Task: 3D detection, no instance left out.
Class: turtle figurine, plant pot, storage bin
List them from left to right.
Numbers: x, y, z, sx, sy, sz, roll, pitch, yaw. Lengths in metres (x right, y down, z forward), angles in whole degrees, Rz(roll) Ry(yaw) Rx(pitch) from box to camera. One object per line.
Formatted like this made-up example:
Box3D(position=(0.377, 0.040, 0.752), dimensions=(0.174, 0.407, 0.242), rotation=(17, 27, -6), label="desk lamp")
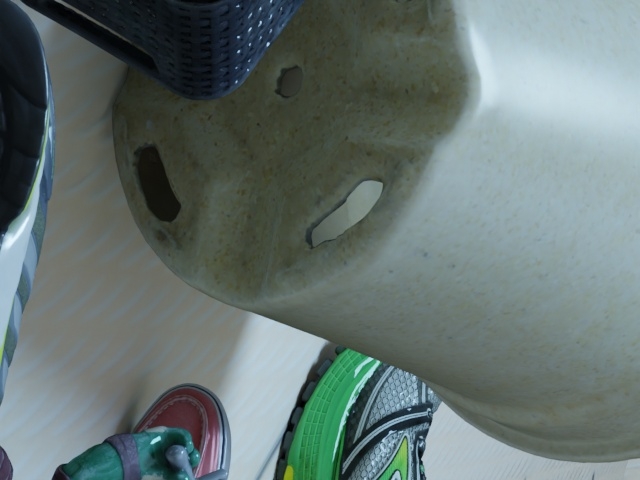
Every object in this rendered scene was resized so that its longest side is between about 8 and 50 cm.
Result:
Box3D(position=(-0.134, 0.160, 0.930), dimensions=(0.234, 0.118, 0.175), rotation=(46, 45, -51), label="turtle figurine")
Box3D(position=(-0.046, -0.167, 0.855), dimensions=(0.180, 0.122, 0.084), rotation=(-55, 168, -20), label="storage bin")
Box3D(position=(0.070, -0.059, 1.046), dimensions=(0.305, 0.334, 0.333), rotation=(14, 91, -50), label="plant pot")

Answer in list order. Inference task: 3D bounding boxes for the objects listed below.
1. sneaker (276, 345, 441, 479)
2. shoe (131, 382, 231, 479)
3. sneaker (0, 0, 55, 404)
Box3D(position=(0.041, 0.202, 1.417), dimensions=(0.134, 0.146, 0.343), rotation=(74, 35, -57), label="sneaker")
Box3D(position=(-0.104, 0.156, 1.090), dimensions=(0.081, 0.063, 0.178), rotation=(66, 47, -70), label="shoe")
Box3D(position=(-0.161, 0.042, 0.782), dimensions=(0.121, 0.111, 0.300), rotation=(-58, 168, -79), label="sneaker")
